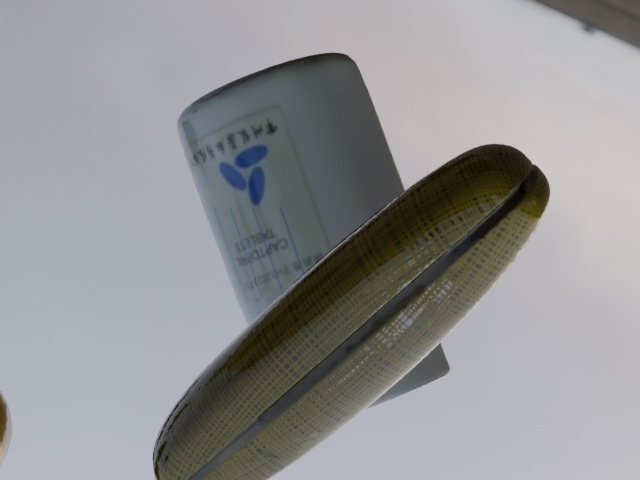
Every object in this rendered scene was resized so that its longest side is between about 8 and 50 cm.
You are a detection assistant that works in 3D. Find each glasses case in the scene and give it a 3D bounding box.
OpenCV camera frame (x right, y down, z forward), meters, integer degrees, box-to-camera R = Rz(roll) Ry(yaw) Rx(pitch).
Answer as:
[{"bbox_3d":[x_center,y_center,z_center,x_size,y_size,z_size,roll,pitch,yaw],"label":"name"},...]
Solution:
[{"bbox_3d":[0.011,0.042,0.923,0.064,0.234,0.079,47,-165,-4],"label":"glasses case"}]

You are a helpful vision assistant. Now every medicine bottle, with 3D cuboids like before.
[{"bbox_3d":[0.000,0.000,1.685,0.293,0.170,0.170,69,-165,4],"label":"medicine bottle"}]

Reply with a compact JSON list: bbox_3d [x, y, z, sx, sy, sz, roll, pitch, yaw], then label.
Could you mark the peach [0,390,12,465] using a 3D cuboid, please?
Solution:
[{"bbox_3d":[-0.330,0.165,1.558,0.179,0.103,0.179,-18,-172,3],"label":"peach"}]
